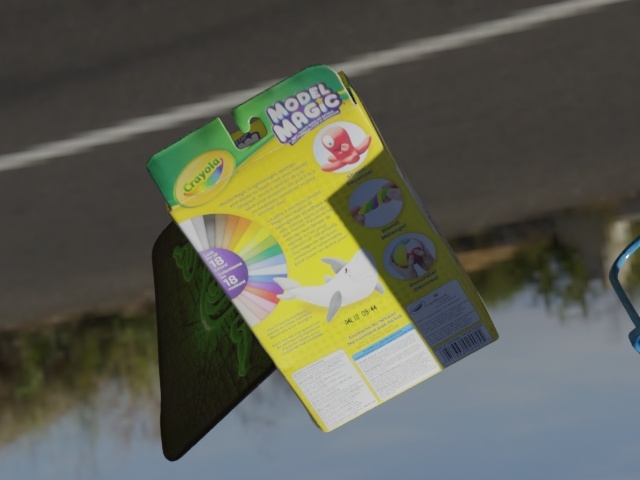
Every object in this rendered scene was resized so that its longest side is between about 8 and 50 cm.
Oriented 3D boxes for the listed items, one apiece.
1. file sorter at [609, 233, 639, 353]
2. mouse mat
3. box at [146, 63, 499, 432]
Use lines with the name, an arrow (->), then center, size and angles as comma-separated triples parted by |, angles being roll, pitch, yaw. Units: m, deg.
file sorter -> 0.236, 0.048, 0.909 | 0.118, 0.170, 0.104 | -43, -163, 11
mouse mat -> -0.050, 0.020, 1.105 | 0.007, 0.189, 0.152 | 28, 124, -28
box -> 0.000, 0.000, 0.921 | 0.105, 0.179, 0.043 | -29, -148, 6
